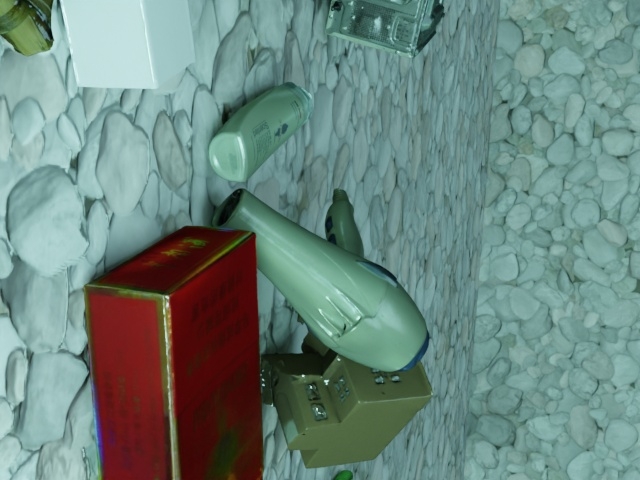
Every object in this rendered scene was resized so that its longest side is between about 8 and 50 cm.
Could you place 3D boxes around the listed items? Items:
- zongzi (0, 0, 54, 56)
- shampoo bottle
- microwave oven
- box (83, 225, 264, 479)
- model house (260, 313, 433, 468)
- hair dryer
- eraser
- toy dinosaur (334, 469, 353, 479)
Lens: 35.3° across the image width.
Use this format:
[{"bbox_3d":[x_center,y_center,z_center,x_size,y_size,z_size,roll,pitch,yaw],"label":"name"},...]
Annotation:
[{"bbox_3d":[-0.214,-0.183,0.705,0.076,0.040,0.083,55,32,-53],"label":"zongzi"},{"bbox_3d":[-0.065,-0.127,1.138,0.212,0.049,0.072,-52,139,-59],"label":"shampoo bottle"},{"bbox_3d":[0.114,-0.394,1.369,0.194,0.145,0.240,-59,165,-60],"label":"microwave oven"},{"bbox_3d":[-0.130,0.162,0.955,0.197,0.089,0.313,-42,134,-66],"label":"box"},{"bbox_3d":[-0.001,0.144,1.300,0.181,0.176,0.248,-58,-138,40],"label":"model house"},{"bbox_3d":[-0.017,0.001,1.174,0.296,0.119,0.298,29,27,-45],"label":"hair dryer"},{"bbox_3d":[-0.163,-0.269,0.766,0.078,0.076,0.298,-55,145,-55],"label":"eraser"},{"bbox_3d":[0.158,0.466,1.480,0.500,0.374,0.144,25,79,-73],"label":"toy dinosaur"}]
